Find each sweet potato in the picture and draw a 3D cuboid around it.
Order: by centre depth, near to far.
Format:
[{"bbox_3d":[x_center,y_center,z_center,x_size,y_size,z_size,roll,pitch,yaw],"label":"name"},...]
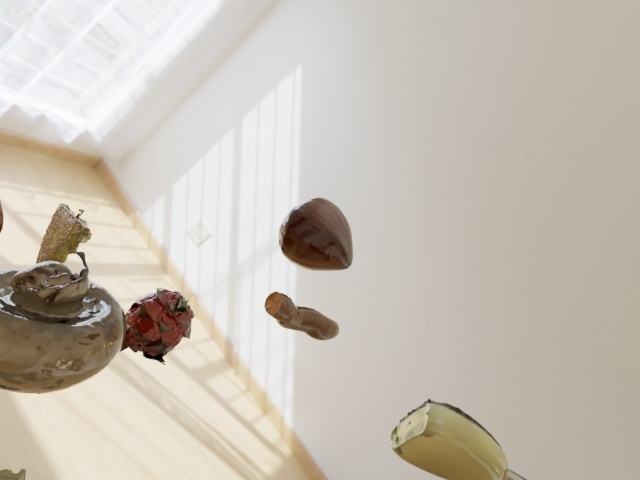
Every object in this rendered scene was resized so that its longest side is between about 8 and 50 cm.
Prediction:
[{"bbox_3d":[-0.022,0.179,1.015,0.281,0.067,0.059,35,47,-47],"label":"sweet potato"}]

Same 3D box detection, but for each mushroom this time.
[{"bbox_3d":[-0.616,0.160,1.046,0.363,0.294,0.362,23,12,-5],"label":"mushroom"}]

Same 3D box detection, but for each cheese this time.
[{"bbox_3d":[0.228,0.314,0.653,0.252,0.127,0.054,30,43,-2],"label":"cheese"}]

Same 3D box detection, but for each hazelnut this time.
[{"bbox_3d":[0.000,0.000,1.200,0.208,0.208,0.208,47,11,-12],"label":"hazelnut"}]

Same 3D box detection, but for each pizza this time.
[{"bbox_3d":[-0.823,-0.001,1.534,0.075,0.288,0.279,32,64,-46],"label":"pizza"}]

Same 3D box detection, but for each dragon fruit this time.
[{"bbox_3d":[-0.500,0.258,1.413,0.192,0.274,0.193,51,4,-22],"label":"dragon fruit"}]

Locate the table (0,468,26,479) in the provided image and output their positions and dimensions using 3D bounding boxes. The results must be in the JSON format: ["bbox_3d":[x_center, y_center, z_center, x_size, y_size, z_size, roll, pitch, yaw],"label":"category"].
[{"bbox_3d":[-0.589,0.465,0.848,0.063,0.079,0.083,18,20,-6],"label":"table"}]

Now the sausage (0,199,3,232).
[{"bbox_3d":[-0.736,-0.041,0.856,0.113,0.113,0.259,53,29,17],"label":"sausage"}]
